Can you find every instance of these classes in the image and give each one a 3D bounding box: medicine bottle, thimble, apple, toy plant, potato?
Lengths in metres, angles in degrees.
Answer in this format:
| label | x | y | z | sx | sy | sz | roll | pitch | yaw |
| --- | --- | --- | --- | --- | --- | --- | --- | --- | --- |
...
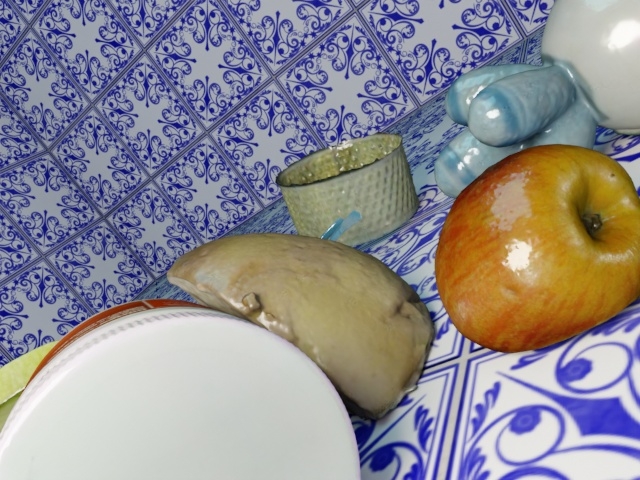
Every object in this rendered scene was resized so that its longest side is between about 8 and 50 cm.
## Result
| label | x | y | z | sx | sy | sz | roll | pitch | yaw |
| --- | --- | --- | --- | --- | --- | --- | --- | --- | --- |
| medicine bottle | -0.127 | 0.178 | 0.468 | 0.252 | 0.252 | 0.241 | -41 | 11 | -20 |
| thimble | 0.054 | -0.102 | 1.136 | 0.270 | 0.150 | 0.271 | -18 | 20 | 7 |
| apple | 0.194 | 0.005 | 0.515 | 0.195 | 0.160 | 0.173 | -36 | -12 | -27 |
| toy plant | 0.291 | -0.171 | 0.735 | 0.332 | 0.247 | 0.247 | -38 | 11 | 16 |
| potato | -0.009 | 0.049 | 0.647 | 0.189 | 0.264 | 0.211 | -51 | 10 | -21 |

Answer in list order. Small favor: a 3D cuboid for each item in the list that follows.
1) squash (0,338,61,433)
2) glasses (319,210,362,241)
| label | x | y | z | sx | sy | sz | roll | pitch | yaw |
| --- | --- | --- | --- | --- | --- | --- | --- | --- | --- |
| squash | -0.321 | 0.213 | 0.697 | 0.252 | 0.049 | 0.252 | -30 | -29 | -19 |
| glasses | 0.003 | 0.065 | 0.847 | 0.221 | 0.088 | 0.189 | -50 | 3 | -9 |
